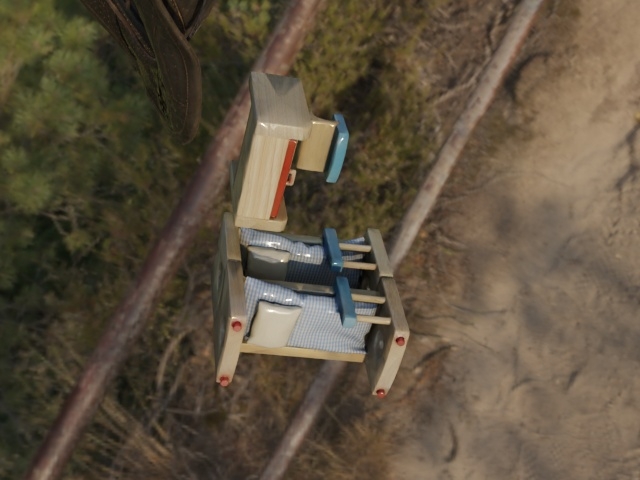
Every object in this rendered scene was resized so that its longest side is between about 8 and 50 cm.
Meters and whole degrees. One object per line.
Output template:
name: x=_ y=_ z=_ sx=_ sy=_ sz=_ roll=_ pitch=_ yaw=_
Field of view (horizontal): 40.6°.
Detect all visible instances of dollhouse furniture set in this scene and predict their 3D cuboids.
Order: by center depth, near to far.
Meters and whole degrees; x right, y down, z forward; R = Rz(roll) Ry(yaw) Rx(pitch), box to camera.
dollhouse furniture set: x=0.000 y=0.000 z=0.616 sx=0.129 sy=0.129 sz=0.184 roll=-102 pitch=23 yaw=-52

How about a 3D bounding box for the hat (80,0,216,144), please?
hat: x=-0.131 y=-0.246 z=0.691 sx=0.134 sy=0.331 sz=0.331 roll=-33 pitch=44 yaw=-13
